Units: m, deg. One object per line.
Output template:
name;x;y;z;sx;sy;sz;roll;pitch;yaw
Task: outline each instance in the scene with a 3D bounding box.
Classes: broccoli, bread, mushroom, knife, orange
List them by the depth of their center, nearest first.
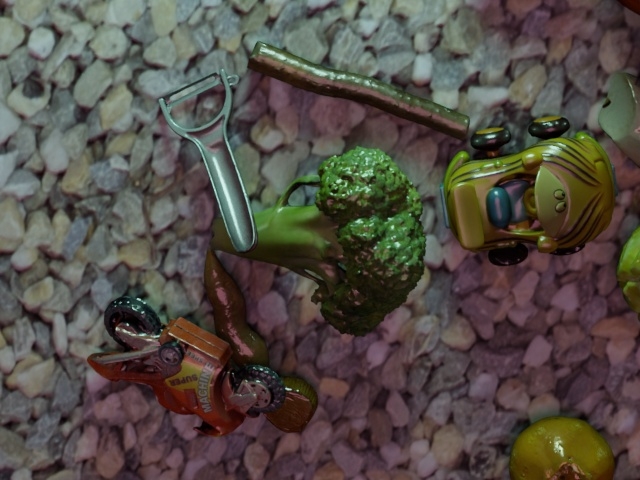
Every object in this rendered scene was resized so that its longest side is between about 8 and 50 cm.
mushroom;0.490;-0.128;1.685;0.247;0.108;0.096;34;134;-2
knife;-0.131;-0.104;1.714;0.123;0.053;0.278;-26;69;13
broccoli;0.035;0.006;1.732;0.302;0.186;0.254;-20;109;52
orange;0.355;0.335;1.781;0.154;0.134;0.155;1;96;8
bread;-0.046;0.244;1.828;0.085;0.053;0.085;4;115;8

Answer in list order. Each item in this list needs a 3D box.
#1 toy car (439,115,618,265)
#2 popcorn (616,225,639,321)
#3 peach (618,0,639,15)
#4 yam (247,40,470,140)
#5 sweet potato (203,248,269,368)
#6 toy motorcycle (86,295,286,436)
toy car;0.291;-0.060;1.689;0.247;0.142;0.200;-12;103;8
popcorn;0.510;0.062;1.681;0.198;0.212;0.198;11;136;11
peach;0.472;-0.440;1.481;0.370;0.370;0.370;1;103;4
yam;0.056;-0.211;1.722;0.326;0.045;0.045;19;133;-1
sweet potato;-0.133;0.115;1.805;0.065;0.051;0.218;-22;100;12
toy motorcycle;-0.199;0.196;1.789;0.298;0.089;0.171;27;131;4
